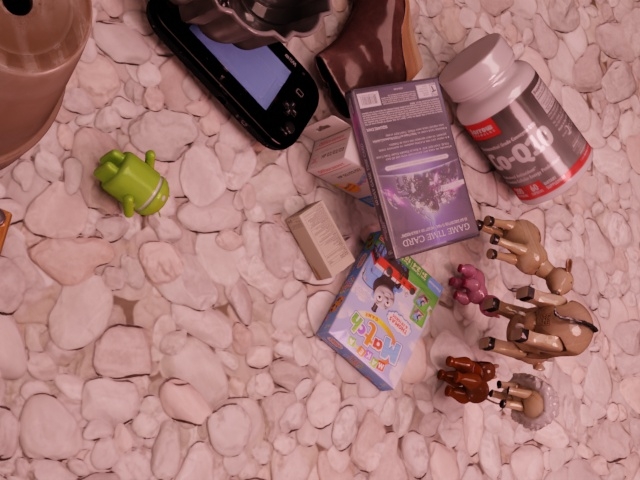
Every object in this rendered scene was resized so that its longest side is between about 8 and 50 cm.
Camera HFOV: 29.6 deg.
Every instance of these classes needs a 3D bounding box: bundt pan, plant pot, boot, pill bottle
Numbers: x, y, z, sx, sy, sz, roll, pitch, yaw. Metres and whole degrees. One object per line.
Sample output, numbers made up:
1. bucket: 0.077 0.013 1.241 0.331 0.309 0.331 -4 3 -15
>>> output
1. bundt pan: -0.131 -0.431 1.814 0.331 0.124 0.331 19 62 -40
2. plant pot: -0.432 -0.257 1.521 0.323 0.280 0.323 7 77 -35
3. boot: 0.065 -0.349 2.024 0.207 0.090 0.248 -34 105 -38
4. pill bottle: 0.345 -0.216 2.160 0.283 0.161 0.161 49 56 -17

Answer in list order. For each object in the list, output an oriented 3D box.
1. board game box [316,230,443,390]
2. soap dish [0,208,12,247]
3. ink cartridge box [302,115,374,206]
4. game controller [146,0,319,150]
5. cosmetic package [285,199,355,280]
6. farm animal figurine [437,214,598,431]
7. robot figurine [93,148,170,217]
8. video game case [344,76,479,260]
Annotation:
1. board game box: 0.101 0.115 1.986 0.160 0.039 0.211 42 60 -23
2. soap dish: -0.534 0.015 1.488 0.291 0.118 0.229 24 67 -29
3. ink cartridge box: 0.054 -0.126 1.960 0.181 0.104 0.062 27 64 -29
4. game controller: -0.131 -0.290 1.883 0.319 0.067 0.166 46 57 -21
5. cosmetic package: 0.000 0.000 1.934 0.060 0.041 0.115 -34 101 -37
6. farm animal figurine: 0.344 0.131 1.996 0.172 0.327 0.330 16 89 -20
7. robot figurine: -0.266 -0.082 1.738 0.115 0.067 0.101 38 48 -24
8. video game case: 0.150 -0.119 1.948 0.196 0.026 0.274 -14 90 -39
